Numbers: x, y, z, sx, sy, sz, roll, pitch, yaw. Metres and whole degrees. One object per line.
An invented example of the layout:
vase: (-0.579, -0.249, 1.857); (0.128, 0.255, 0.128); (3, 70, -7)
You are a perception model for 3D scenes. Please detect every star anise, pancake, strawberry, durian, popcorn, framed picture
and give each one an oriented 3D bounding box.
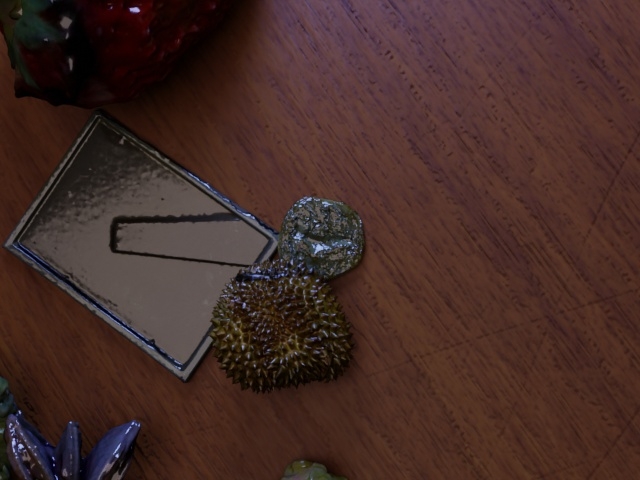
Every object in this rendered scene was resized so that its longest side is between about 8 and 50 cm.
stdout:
star anise: (-0.282, 0.293, 1.440); (0.229, 0.093, 0.236); (-44, 112, 3)
pancake: (0.001, 0.000, 1.476); (0.108, 0.017, 0.108); (0, 89, 2)
strawberry: (-0.245, -0.307, 1.445); (0.292, 0.310, 0.292); (14, 114, 36)
durian: (-0.050, 0.100, 1.423); (0.158, 0.137, 0.168); (-27, 105, -8)
popcorn: (-0.012, 0.306, 1.424); (0.089, 0.109, 0.097); (31, 131, -19)
framed picture: (-0.217, 0.003, 1.519); (0.289, 0.016, 0.213); (34, 92, 10)

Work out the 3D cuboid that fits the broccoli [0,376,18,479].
broccoli: (-0.491, 0.283, 1.412); (0.348, 0.281, 0.293); (-38, 80, 6)
